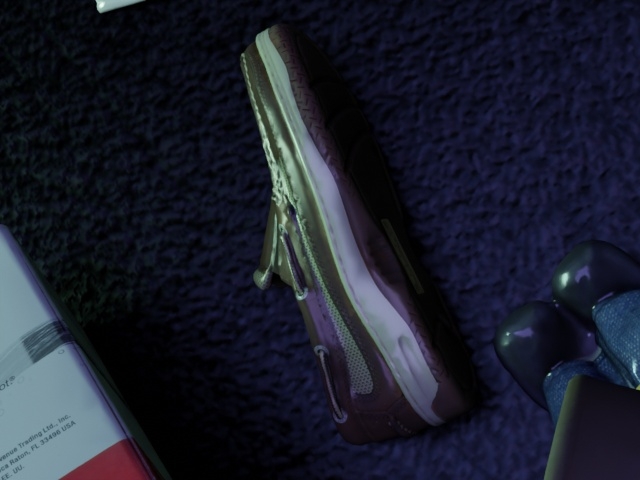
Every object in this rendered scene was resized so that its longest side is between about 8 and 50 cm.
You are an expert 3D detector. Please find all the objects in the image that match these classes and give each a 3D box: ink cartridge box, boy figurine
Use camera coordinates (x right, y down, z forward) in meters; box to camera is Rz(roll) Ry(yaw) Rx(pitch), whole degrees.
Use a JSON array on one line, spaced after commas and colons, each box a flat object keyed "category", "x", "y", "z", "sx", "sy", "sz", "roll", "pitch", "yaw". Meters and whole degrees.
[{"category": "ink cartridge box", "x": -0.194, "y": 0.145, "z": 0.938, "sx": 0.197, "sy": 0.114, "sz": 0.273, "roll": -33, "pitch": 46, "yaw": -5}, {"category": "boy figurine", "x": 0.171, "y": 0.105, "z": 0.823, "sx": 0.092, "sy": 0.285, "sz": 0.177, "roll": 42, "pitch": 99, "yaw": -20}]

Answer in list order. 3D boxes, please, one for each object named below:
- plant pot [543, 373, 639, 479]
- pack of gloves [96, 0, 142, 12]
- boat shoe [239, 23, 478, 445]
[{"category": "plant pot", "x": 0.191, "y": 0.227, "z": 0.562, "sx": 0.280, "sy": 0.323, "sz": 0.323, "roll": 10, "pitch": 85, "yaw": 11}, {"category": "pack of gloves", "x": -0.062, "y": -0.259, "z": 1.037, "sx": 0.232, "sy": 0.046, "sz": 0.195, "roll": -7, "pitch": 86, "yaw": 26}, {"category": "boat shoe", "x": -0.003, "y": 0.000, "z": 0.986, "sx": 0.095, "sy": 0.095, "sz": 0.257, "roll": -28, "pitch": 75, "yaw": 19}]
